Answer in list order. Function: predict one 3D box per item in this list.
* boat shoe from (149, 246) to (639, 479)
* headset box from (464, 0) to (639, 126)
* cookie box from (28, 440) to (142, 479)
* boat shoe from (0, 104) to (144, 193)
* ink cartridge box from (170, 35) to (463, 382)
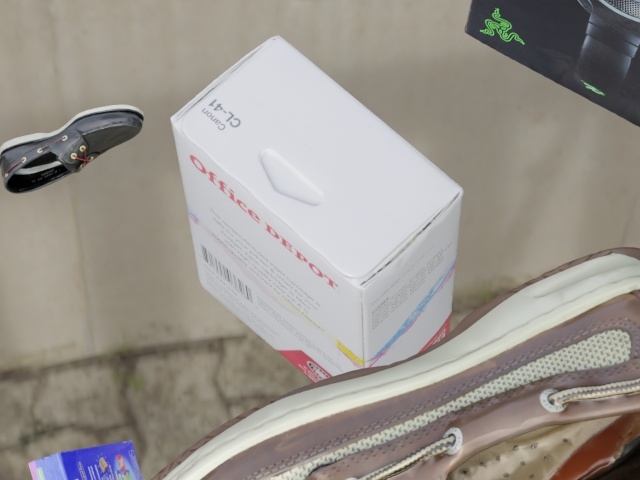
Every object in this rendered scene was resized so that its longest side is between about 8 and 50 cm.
[{"bbox_3d":[0.028,0.097,0.612,0.257,0.095,0.095,-33,36,5],"label":"boat shoe"},{"bbox_3d":[0.253,-0.210,1.329,0.246,0.283,0.131,30,65,11],"label":"headset box"},{"bbox_3d":[-0.205,0.233,1.617,0.040,0.107,0.092,-23,78,28],"label":"cookie box"},{"bbox_3d":[-0.205,-0.075,1.487,0.133,0.049,0.042,-19,58,14],"label":"boat shoe"},{"bbox_3d":[0.000,0.000,1.560,0.226,0.306,0.131,41,70,18],"label":"ink cartridge box"}]
